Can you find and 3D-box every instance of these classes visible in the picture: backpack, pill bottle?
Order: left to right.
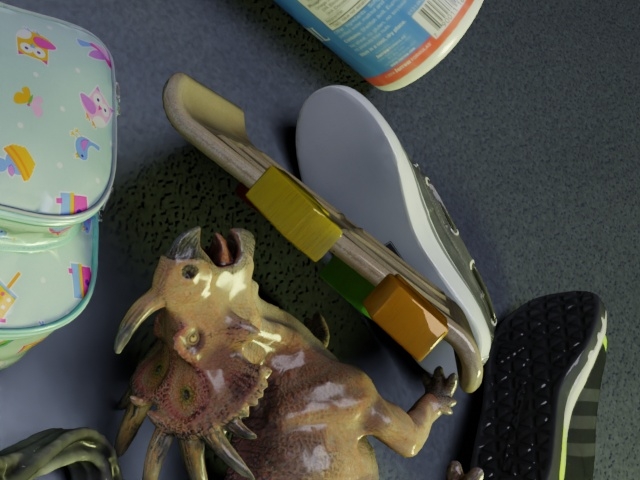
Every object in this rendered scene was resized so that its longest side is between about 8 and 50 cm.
[{"bbox_3d":[-0.187,-0.030,0.564,0.166,0.144,0.188,12,66,-42],"label":"backpack"},{"bbox_3d":[0.006,-0.222,0.824,0.221,0.124,0.124,38,51,-21],"label":"pill bottle"}]

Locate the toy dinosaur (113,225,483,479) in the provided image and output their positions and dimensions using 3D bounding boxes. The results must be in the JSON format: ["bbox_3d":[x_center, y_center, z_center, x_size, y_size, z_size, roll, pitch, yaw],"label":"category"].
[{"bbox_3d":[-0.019,0.141,0.643,0.200,0.127,0.295,-12,83,-43],"label":"toy dinosaur"}]

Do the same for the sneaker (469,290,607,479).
[{"bbox_3d":[0.166,0.142,0.844,0.097,0.084,0.234,61,42,-35],"label":"sneaker"}]

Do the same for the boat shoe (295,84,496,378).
[{"bbox_3d":[0.062,-0.011,0.814,0.228,0.080,0.076,58,29,1],"label":"boat shoe"}]

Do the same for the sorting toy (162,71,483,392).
[{"bbox_3d":[0.000,0.000,0.626,0.229,0.041,0.307,42,4,4],"label":"sorting toy"}]

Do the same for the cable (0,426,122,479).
[{"bbox_3d":[-0.147,0.103,0.484,0.287,0.072,0.139,56,29,-54],"label":"cable"}]
